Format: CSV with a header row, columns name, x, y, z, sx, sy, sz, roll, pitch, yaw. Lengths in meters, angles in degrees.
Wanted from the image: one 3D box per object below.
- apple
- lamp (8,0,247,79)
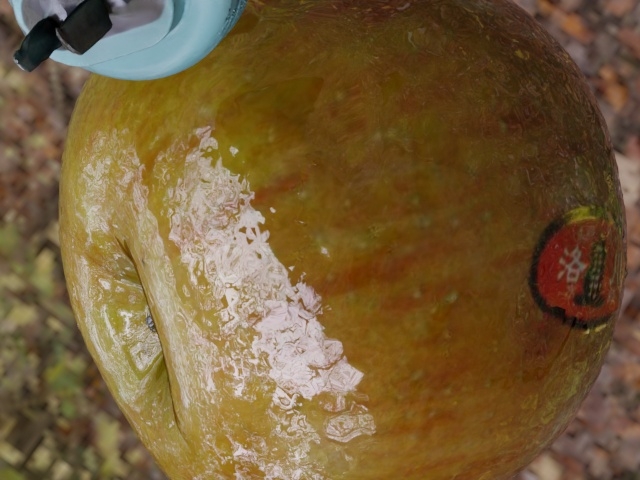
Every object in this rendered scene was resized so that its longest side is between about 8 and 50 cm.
name,x,y,z,sx,sy,sz,roll,pitch,yaw
apple,0.000,0.000,1.213,0.400,0.333,0.400,13,107,47
lamp,-0.130,-0.215,0.926,0.209,0.147,0.284,-12,98,38
